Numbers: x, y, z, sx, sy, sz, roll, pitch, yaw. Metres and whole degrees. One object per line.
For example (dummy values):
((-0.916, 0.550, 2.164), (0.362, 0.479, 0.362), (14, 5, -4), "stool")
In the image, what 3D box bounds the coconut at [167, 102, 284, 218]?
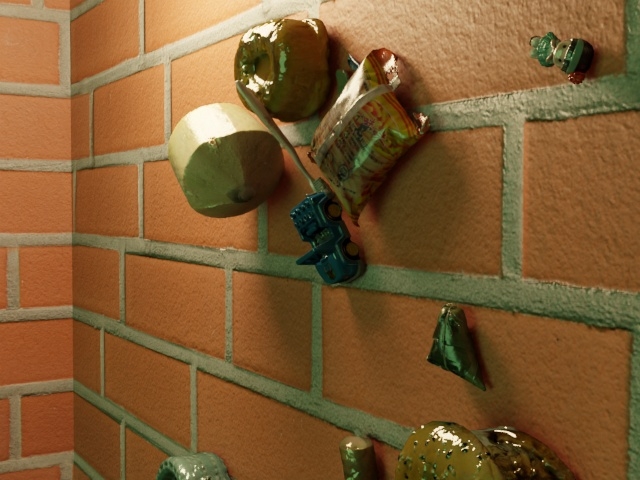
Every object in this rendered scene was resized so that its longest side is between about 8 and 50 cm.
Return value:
((-0.207, -0.168, 1.910), (0.244, 0.239, 0.239), (50, 132, 46), "coconut")

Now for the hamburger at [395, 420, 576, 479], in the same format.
((0.235, 0.356, 1.263), (0.288, 0.167, 0.192), (-15, 81, 58), "hamburger")

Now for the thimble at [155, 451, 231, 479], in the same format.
((-0.325, 0.646, 2.216), (0.235, 0.143, 0.198), (-48, 53, 49), "thimble")

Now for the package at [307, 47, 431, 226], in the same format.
((0.074, -0.182, 1.569), (0.288, 0.108, 0.223), (-58, 46, 38), "package")

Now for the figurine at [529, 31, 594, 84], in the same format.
((0.332, -0.255, 1.201), (0.106, 0.047, 0.060), (38, 114, 54), "figurine")

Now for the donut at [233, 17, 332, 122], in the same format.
((-0.080, -0.350, 1.792), (0.261, 0.128, 0.209), (-5, 89, 59), "donut")

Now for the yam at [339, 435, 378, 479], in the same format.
((0.087, 0.542, 1.602), (0.081, 0.081, 0.357), (-18, 78, 57), "yam")

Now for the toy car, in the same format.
((0.000, 0.000, 1.677), (0.097, 0.100, 0.191), (-36, 77, 56), "toy car")

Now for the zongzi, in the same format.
((0.231, 0.166, 1.381), (0.119, 0.055, 0.109), (27, 112, 43), "zongzi")

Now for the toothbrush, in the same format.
((-0.072, -0.201, 1.743), (0.307, 0.025, 0.029), (52, 134, -3), "toothbrush")

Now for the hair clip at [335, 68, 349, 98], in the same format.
((0.040, -0.266, 1.699), (0.054, 0.022, 0.137), (23, 111, 57), "hair clip")

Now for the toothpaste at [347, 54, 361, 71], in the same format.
((0.072, -0.328, 1.648), (0.083, 0.019, 0.027), (52, 157, 45), "toothpaste")
